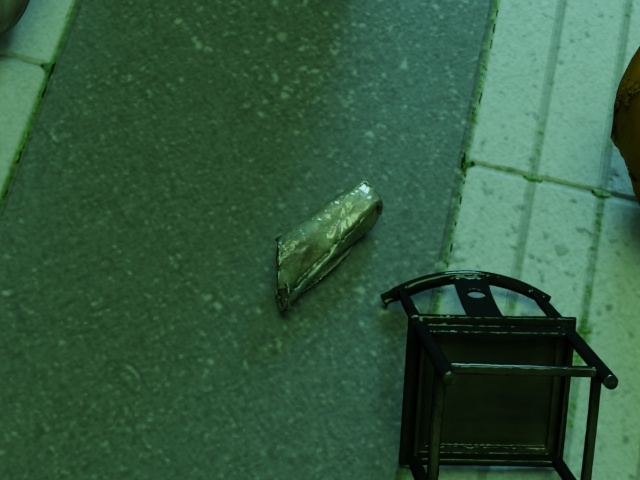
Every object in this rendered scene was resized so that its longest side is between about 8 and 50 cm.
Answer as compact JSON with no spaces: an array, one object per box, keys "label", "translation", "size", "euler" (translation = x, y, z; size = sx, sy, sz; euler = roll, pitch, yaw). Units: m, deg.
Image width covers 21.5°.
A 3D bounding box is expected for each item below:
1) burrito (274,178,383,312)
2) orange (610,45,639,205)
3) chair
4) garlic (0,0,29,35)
[{"label":"burrito","translation":[0.000,0.000,1.501],"size":[0.055,0.041,0.149],"euler":[45,63,4]},{"label":"orange","translation":[0.383,-0.105,1.514],"size":[0.240,0.240,0.240],"euler":[3,58,-5]},{"label":"chair","translation":[0.139,0.125,1.394],"size":[0.155,0.141,0.260],"euler":[2,14,-6]},{"label":"garlic","translation":[-0.381,-0.299,1.556],"size":[0.207,0.257,0.207],"euler":[-27,39,25]}]
